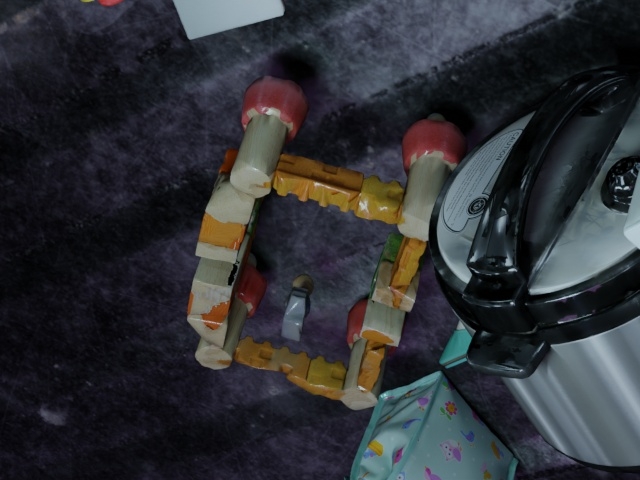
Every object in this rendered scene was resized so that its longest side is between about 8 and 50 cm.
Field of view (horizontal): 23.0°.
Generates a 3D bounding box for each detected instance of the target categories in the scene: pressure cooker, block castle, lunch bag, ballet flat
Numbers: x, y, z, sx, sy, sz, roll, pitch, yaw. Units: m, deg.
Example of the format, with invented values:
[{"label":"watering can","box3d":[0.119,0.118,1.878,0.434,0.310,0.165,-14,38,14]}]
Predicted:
[{"label":"pressure cooker","box3d":[0.335,0.019,1.844,0.375,0.370,0.420,-28,127,12]},{"label":"block castle","box3d":[0.000,0.000,2.112,0.303,0.213,0.453,15,138,0]},{"label":"lunch bag","box3d":[0.159,0.367,2.318,0.160,0.262,0.223,-25,116,38]},{"label":"ballet flat","box3d":[0.253,0.102,2.186,0.247,0.083,0.087,-26,91,38]}]

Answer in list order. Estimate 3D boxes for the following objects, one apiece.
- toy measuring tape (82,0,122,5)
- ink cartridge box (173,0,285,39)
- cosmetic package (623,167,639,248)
[{"label":"toy measuring tape","box3d":[-0.226,-0.369,1.950,0.330,0.121,0.121,-15,121,33]},{"label":"ink cartridge box","box3d":[-0.088,-0.393,1.859,0.238,0.060,0.275,-13,124,12]},{"label":"cosmetic package","box3d":[0.562,-0.110,1.589,0.329,0.394,0.327,39,137,-15]}]
